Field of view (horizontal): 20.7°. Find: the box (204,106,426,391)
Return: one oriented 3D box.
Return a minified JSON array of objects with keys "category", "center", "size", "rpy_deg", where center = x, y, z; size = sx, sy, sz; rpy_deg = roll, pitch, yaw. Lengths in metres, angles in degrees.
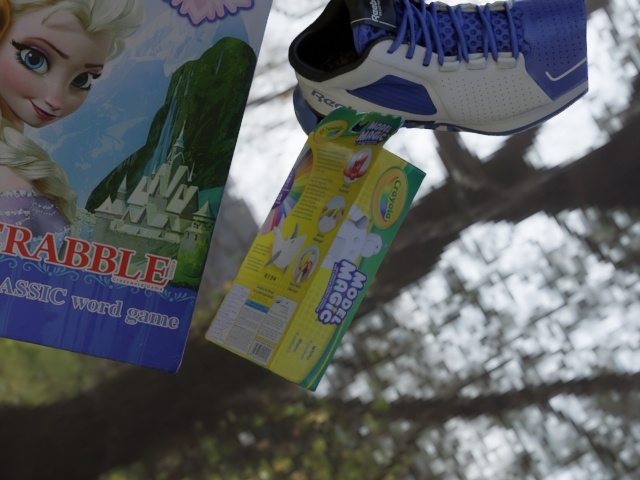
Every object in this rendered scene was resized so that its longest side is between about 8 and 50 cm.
[{"category":"box","center":[0.000,0.000,1.123],"size":[0.043,0.179,0.105],"rpy_deg":[28,-4,-28]}]

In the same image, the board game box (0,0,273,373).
[{"category":"board game box","center":[-0.206,-0.100,1.093],"size":[0.066,0.319,0.318],"rpy_deg":[-104,-153,-70]}]

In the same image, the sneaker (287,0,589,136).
[{"category":"sneaker","center":[0.105,-0.187,1.728],"size":[0.182,0.316,0.127],"rpy_deg":[57,25,-63]}]
